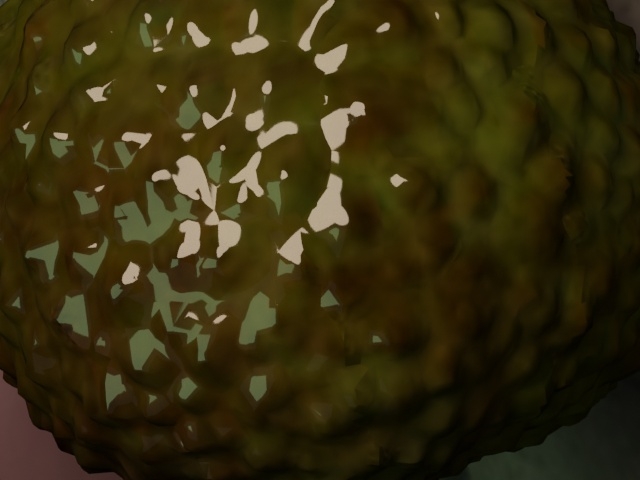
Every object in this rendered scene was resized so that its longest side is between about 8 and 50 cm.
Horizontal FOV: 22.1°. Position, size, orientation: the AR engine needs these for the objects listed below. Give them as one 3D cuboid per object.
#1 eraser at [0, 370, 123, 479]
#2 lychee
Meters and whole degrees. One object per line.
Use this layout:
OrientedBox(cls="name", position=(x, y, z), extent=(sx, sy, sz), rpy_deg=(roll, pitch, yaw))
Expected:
OrientedBox(cls="eraser", position=(-0.081, 0.188, 0.762), extent=(0.122, 0.272, 0.359), rpy_deg=(-4, 100, 53))
OrientedBox(cls="lychee", position=(-0.003, -0.012, 0.589), extent=(0.320, 0.270, 0.270), rpy_deg=(55, 142, 9))
